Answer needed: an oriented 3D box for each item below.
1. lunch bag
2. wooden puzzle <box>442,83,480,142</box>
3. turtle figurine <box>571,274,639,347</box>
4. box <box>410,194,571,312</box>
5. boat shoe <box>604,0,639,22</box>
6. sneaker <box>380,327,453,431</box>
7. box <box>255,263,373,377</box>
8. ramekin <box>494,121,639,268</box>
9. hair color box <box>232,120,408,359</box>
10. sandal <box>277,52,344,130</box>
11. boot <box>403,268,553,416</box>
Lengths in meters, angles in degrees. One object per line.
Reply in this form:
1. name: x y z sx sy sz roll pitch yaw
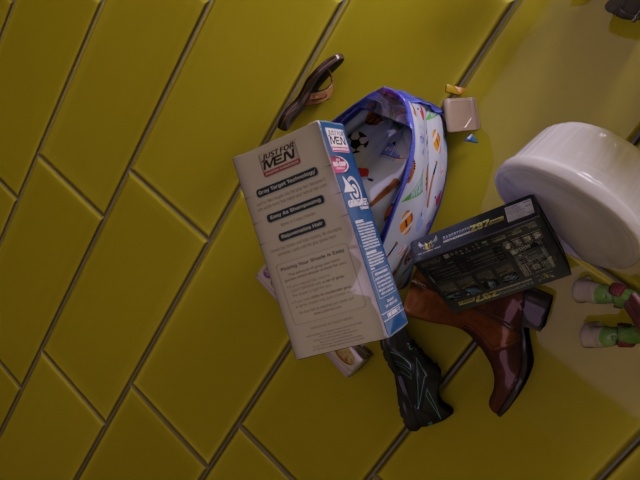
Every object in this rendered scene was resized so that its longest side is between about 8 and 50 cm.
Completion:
1. lunch bag: 0.102 -0.096 1.175 0.239 0.328 0.385 29 107 18
2. wooden puzzle: 0.281 -0.253 1.224 0.014 0.079 0.116 166 101 -72
3. turtle figurine: 0.593 0.116 1.037 0.198 0.274 0.266 49 154 -24
4. box: 0.306 0.032 1.098 0.233 0.183 0.059 -23 42 25
5. boat shoe: 0.571 -0.515 1.009 0.091 0.109 0.305 20 100 10
6. sneaker: 0.198 0.263 1.287 0.106 0.101 0.267 -16 94 17
7. box: -0.017 0.170 1.399 0.324 0.063 0.067 46 111 17
8. ramekin: 0.444 -0.083 1.038 0.273 0.273 0.127 37 82 21
9. hair color box: 0.000 0.000 0.993 0.174 0.105 0.347 -18 89 27
10. sandal: -0.013 -0.320 1.356 0.060 0.090 0.219 42 110 1
11. boot: 0.287 0.184 1.224 0.280 0.096 0.264 17 102 26
